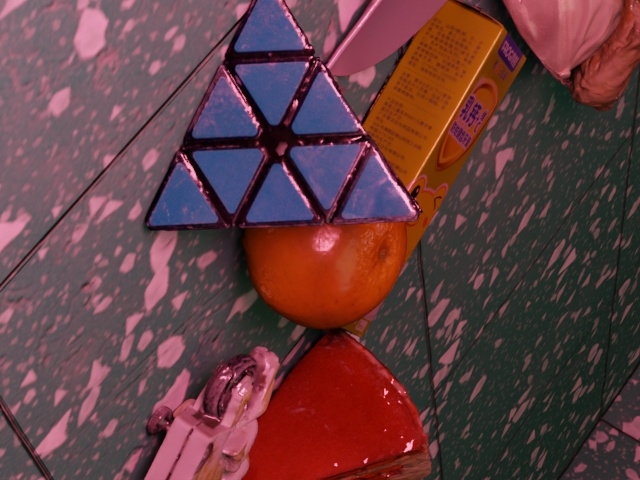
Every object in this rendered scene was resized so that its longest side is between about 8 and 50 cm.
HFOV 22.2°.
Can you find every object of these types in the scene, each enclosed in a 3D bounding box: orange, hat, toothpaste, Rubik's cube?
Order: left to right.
[{"bbox_3d":[-0.061,-0.053,1.286,0.178,0.211,0.190,-32,178,-9],"label":"Rubik's cube"},{"bbox_3d":[0.000,0.000,1.401,0.154,0.134,0.155,-16,109,-55],"label":"orange"},{"bbox_3d":[0.073,-0.066,1.528,0.327,0.077,0.110,-59,158,0],"label":"toothpaste"},{"bbox_3d":[0.275,-0.286,1.611,0.226,0.164,0.219,-42,163,15],"label":"hat"}]

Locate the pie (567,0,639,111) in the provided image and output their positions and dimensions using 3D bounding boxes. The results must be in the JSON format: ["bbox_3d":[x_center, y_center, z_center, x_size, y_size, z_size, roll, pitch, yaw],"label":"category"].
[{"bbox_3d":[0.352,-0.288,1.777,0.337,0.075,0.338,22,90,-85],"label":"pie"}]

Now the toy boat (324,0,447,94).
[{"bbox_3d":[0.105,-0.236,1.402,0.219,0.072,0.318,-7,128,-59],"label":"toy boat"}]

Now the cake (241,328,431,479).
[{"bbox_3d":[0.003,0.246,1.665,0.262,0.159,0.158,-53,160,-12],"label":"cake"}]

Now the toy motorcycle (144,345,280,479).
[{"bbox_3d":[-0.106,0.200,1.489,0.229,0.074,0.151,-63,161,5],"label":"toy motorcycle"}]
